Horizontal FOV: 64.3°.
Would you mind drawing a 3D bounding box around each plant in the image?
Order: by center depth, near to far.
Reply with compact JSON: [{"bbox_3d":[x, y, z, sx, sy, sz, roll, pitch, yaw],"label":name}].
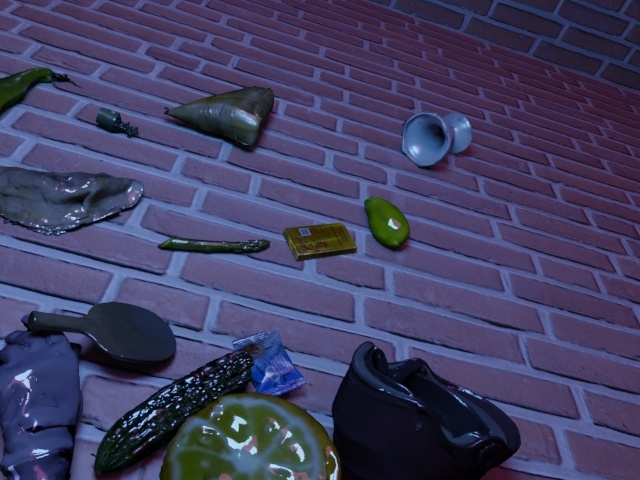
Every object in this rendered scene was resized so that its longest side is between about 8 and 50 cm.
[{"bbox_3d":[-0.490,-0.284,1.240,0.102,0.051,0.051,25,40,-17],"label":"plant"}]

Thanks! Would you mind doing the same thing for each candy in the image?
[{"bbox_3d":[-0.094,0.334,0.705,0.260,0.118,0.260,13,40,-11],"label":"candy"},{"bbox_3d":[-0.091,0.214,0.895,0.088,0.038,0.136,-18,47,-20],"label":"candy"}]

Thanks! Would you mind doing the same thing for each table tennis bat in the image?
[{"bbox_3d":[-0.335,0.140,0.807,0.234,0.022,0.131,21,24,-44],"label":"table tennis bat"}]

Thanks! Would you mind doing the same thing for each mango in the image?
[{"bbox_3d":[0.159,-0.054,1.250,0.091,0.074,0.165,-9,49,-27],"label":"mango"}]

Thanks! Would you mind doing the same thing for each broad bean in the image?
[{"bbox_3d":[-0.722,-0.356,1.211,0.098,0.056,0.318,29,40,9],"label":"broad bean"}]

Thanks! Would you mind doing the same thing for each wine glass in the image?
[{"bbox_3d":[0.364,-0.322,1.560,0.196,0.165,0.165,-22,57,-42],"label":"wine glass"}]

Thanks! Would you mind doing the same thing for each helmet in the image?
[{"bbox_3d":[0.146,0.300,0.788,0.305,0.177,0.225,28,4,-20],"label":"helmet"}]

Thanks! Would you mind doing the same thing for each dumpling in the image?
[{"bbox_3d":[-0.527,-0.097,1.003,0.332,0.086,0.166,1,43,-16],"label":"dumpling"}]

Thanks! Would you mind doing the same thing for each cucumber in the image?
[{"bbox_3d":[-0.217,0.251,0.770,0.265,0.077,0.077,-24,58,-40],"label":"cucumber"}]

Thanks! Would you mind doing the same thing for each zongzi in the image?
[{"bbox_3d":[-0.264,-0.360,1.382,0.256,0.115,0.228,10,38,3],"label":"zongzi"}]

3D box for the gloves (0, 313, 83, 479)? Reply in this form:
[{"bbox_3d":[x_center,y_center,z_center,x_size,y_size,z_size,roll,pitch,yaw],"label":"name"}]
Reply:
[{"bbox_3d":[-0.395,0.219,0.720,0.142,0.119,0.285,22,25,-52],"label":"gloves"}]

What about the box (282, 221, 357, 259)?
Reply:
[{"bbox_3d":[0.000,0.000,1.165,0.156,0.022,0.089,-8,48,-29],"label":"box"}]

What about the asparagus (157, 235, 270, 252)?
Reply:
[{"bbox_3d":[-0.216,0.009,1.061,0.236,0.027,0.034,2,33,-21],"label":"asparagus"}]
